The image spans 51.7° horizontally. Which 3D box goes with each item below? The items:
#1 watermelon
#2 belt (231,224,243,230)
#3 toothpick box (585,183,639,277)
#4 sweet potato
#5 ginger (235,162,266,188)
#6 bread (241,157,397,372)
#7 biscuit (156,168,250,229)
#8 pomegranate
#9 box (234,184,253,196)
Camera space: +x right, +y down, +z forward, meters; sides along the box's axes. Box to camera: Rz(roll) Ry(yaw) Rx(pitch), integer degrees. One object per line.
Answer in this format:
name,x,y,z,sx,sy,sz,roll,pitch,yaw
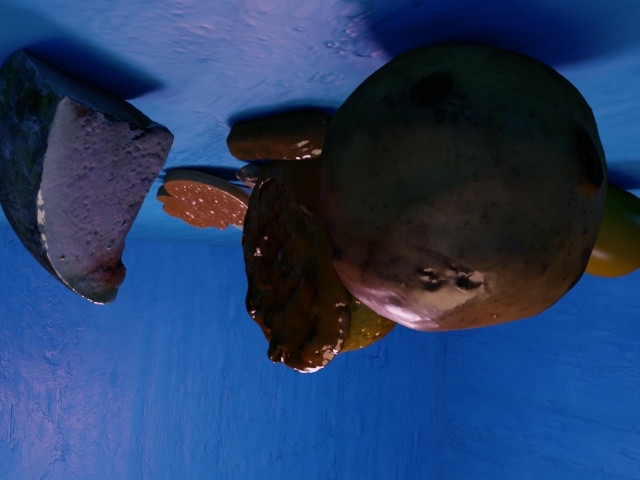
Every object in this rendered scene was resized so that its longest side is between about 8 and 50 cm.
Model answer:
watermelon,-0.293,-0.099,0.819,0.213,0.320,0.289,-22,-143,-21
belt,-0.152,-0.062,1.683,0.163,0.082,0.147,3,166,41
toothpick box,0.491,-0.029,1.217,0.175,0.175,0.271,-2,171,44
sweet potato,-0.068,-0.138,0.909,0.233,0.062,0.081,2,177,45
ginger,-0.083,-0.113,1.245,0.069,0.051,0.173,3,174,34
bread,0.005,0.029,1.085,0.204,0.358,0.337,0,178,-25
biscuit,-0.244,-0.083,1.396,0.202,0.044,0.288,26,161,-20
pomegranate,0.134,-0.049,0.626,0.281,0.281,0.281,3,175,0
box,-0.229,-0.098,1.513,0.100,0.048,0.152,11,168,-40
